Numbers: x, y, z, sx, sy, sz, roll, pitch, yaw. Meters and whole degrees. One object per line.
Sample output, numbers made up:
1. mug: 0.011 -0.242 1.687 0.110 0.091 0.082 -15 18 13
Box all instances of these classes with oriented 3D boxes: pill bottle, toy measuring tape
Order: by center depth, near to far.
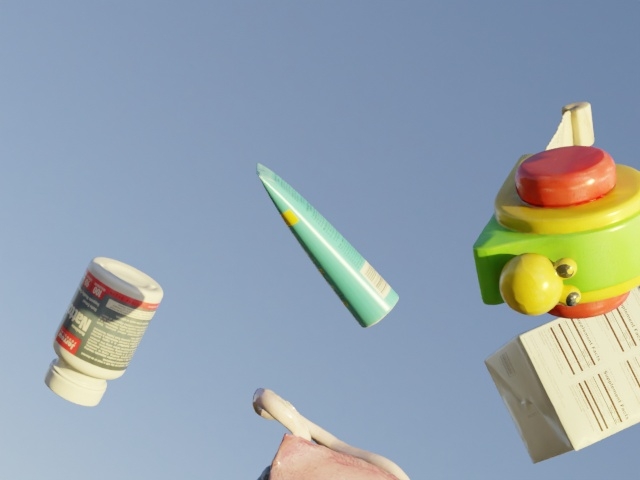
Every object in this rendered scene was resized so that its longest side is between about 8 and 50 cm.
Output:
1. toy measuring tape: 0.201 -0.032 1.022 0.121 0.330 0.121 9 -62 18
2. pill bottle: -0.293 0.123 1.856 0.108 0.180 0.108 26 9 -5

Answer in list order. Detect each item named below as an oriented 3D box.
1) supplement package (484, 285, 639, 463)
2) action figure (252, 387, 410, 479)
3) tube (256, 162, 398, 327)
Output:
1. supplement package: 0.332 0.152 1.663 0.194 0.203 0.149 115 -49 -75
2. action figure: 0.122 0.288 1.300 0.370 0.275 0.248 -2 -17 16
3. tube: 0.000 0.000 1.486 0.207 0.052 0.080 50 0 -10
